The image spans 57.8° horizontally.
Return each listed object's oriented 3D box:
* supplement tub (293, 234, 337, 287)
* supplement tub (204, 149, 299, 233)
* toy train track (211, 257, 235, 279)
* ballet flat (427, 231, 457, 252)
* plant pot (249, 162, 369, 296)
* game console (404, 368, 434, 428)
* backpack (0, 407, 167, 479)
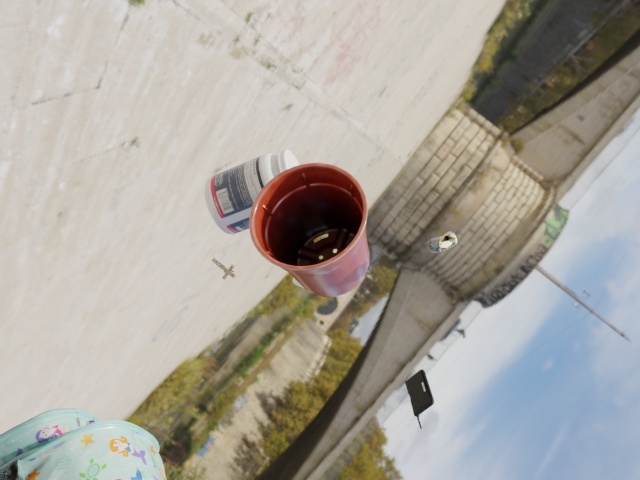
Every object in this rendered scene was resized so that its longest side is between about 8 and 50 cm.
[{"bbox_3d":[-0.003,0.031,1.651,0.144,0.144,0.200,-35,136,-75],"label":"supplement tub"},{"bbox_3d":[-0.191,-0.146,1.738,0.272,0.191,0.191,-19,-176,14],"label":"supplement tub"},{"bbox_3d":[-0.262,0.076,1.580,0.014,0.083,0.048,4,-124,57],"label":"toy train track"},{"bbox_3d":[0.295,0.005,1.350,0.114,0.041,0.041,-18,152,-44],"label":"ballet flat"},{"bbox_3d":[0.000,0.000,1.398,0.272,0.272,0.265,-50,153,-13],"label":"plant pot"},{"bbox_3d":[0.288,0.449,1.646,0.107,0.071,0.122,-45,-149,23],"label":"game console"},{"bbox_3d":[-0.326,0.334,0.749,0.253,0.191,0.225,-25,143,-3],"label":"backpack"}]
